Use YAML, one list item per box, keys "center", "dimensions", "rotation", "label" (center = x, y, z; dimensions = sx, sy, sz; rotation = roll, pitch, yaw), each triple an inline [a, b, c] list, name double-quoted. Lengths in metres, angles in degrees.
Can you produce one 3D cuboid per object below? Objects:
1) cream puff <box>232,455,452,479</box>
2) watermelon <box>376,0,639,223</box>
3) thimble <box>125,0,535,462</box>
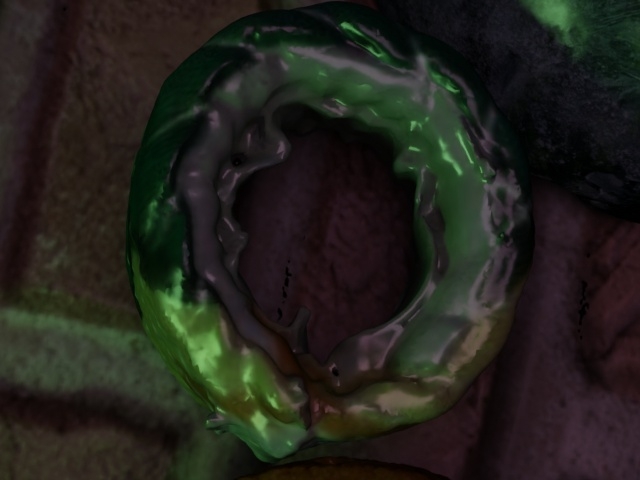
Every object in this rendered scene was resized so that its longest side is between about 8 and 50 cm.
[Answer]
- center: [0.012, 0.275, 0.907]
  dimensions: [0.303, 0.212, 0.303]
  rotation: [-4, 53, 6]
  label: "cream puff"
- center: [0.170, -0.184, 1.067]
  dimensions: [0.289, 0.213, 0.320]
  rotation: [14, 120, 27]
  label: "watermelon"
- center: [0.000, 0.000, 0.979]
  dimensions: [0.254, 0.167, 0.288]
  rotation: [10, 78, -4]
  label: "thimble"
